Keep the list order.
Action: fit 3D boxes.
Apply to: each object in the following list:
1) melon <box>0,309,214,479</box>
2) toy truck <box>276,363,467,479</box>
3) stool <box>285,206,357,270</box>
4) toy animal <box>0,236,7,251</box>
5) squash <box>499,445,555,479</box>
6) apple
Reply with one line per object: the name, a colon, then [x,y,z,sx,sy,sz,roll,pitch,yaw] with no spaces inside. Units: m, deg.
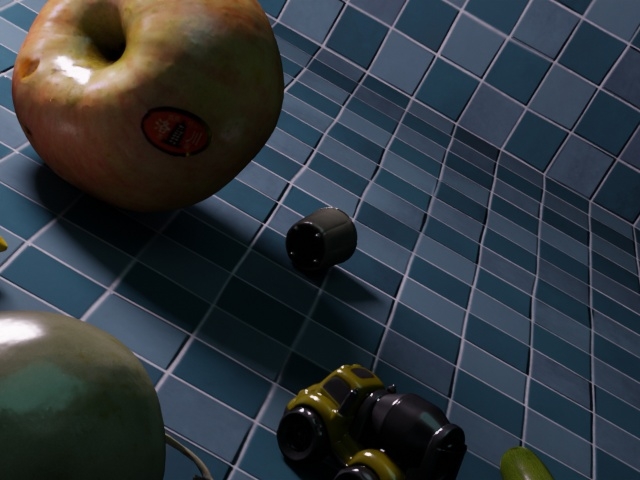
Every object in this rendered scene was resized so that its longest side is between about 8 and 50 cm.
melon: [-0.277,0.187,1.356,0.272,0.271,0.308,36,13,16]
toy truck: [0.068,0.237,1.829,0.147,0.165,0.224,3,33,-50]
stool: [0.000,0.000,2.400,0.096,0.096,0.110,37,27,17]
toy animal: [-0.482,-0.041,1.792,0.156,0.156,0.230,38,12,20]
squash: [0.298,0.356,2.004,0.066,0.066,0.252,20,22,-25]
apple: [-0.241,-0.232,2.210,0.391,0.391,0.346,43,2,31]
